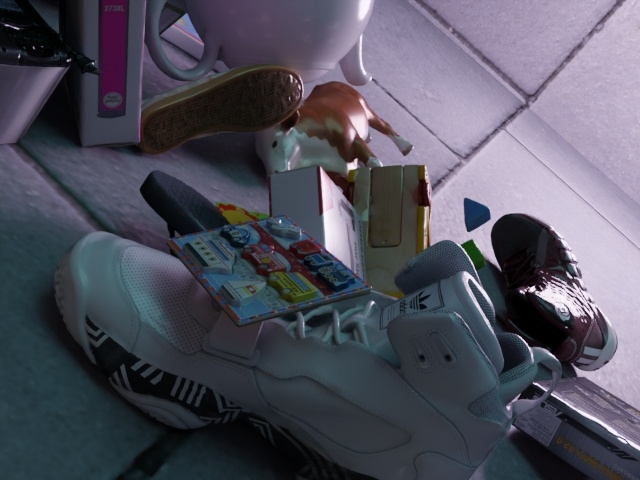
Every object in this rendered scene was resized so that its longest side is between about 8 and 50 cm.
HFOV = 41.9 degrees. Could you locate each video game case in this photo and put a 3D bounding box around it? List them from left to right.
[{"bbox_3d":[-0.218,-0.364,1.251,0.204,0.025,0.285,29,28,-23],"label":"video game case"}]

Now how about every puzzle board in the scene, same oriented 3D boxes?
[{"bbox_3d":[-0.039,0.015,0.574,0.096,0.011,0.128,-12,29,-27],"label":"puzzle board"}]

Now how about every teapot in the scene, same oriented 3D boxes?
[{"bbox_3d":[-0.058,-0.268,1.017,0.256,0.187,0.252,7,13,2],"label":"teapot"}]

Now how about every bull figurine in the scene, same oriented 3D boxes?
[{"bbox_3d":[0.022,-0.131,1.119,0.188,0.101,0.310,42,28,-8],"label":"bull figurine"}]

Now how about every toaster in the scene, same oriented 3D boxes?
[{"bbox_3d":[-0.316,-0.167,0.693,0.186,0.110,0.168,48,27,17],"label":"toaster"}]

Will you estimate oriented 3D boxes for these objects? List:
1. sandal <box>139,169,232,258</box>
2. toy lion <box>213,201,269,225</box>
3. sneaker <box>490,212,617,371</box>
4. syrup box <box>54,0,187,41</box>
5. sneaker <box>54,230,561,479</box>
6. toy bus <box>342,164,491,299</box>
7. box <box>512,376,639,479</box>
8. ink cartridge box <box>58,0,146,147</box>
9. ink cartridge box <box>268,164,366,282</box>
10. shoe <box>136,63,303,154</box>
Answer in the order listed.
[{"bbox_3d":[-0.074,0.042,0.747,0.254,0.054,0.097,48,8,-7],"label":"sandal"},{"bbox_3d":[-0.070,-0.008,0.875,0.096,0.034,0.100,38,24,12],"label":"toy lion"},{"bbox_3d":[0.300,0.057,1.195,0.162,0.106,0.281,11,39,-42],"label":"sneaker"},{"bbox_3d":[-0.280,-0.339,1.009,0.236,0.093,0.096,19,61,-39],"label":"syrup box"},{"bbox_3d":[-0.004,0.066,0.627,0.365,0.210,0.137,36,25,-9],"label":"sneaker"},{"bbox_3d":[0.080,0.014,0.947,0.191,0.202,0.104,45,-6,27],"label":"toy bus"},{"bbox_3d":[0.347,0.235,0.925,0.231,0.056,0.183,32,13,34],"label":"box"},{"bbox_3d":[-0.203,-0.282,0.757,0.069,0.371,0.176,-8,46,-20],"label":"ink cartridge box"},{"bbox_3d":[0.000,0.000,0.826,0.135,0.056,0.099,44,39,-62],"label":"ink cartridge box"},{"bbox_3d":[-0.118,-0.153,0.928,0.219,0.077,0.058,-21,33,-31],"label":"shoe"}]
